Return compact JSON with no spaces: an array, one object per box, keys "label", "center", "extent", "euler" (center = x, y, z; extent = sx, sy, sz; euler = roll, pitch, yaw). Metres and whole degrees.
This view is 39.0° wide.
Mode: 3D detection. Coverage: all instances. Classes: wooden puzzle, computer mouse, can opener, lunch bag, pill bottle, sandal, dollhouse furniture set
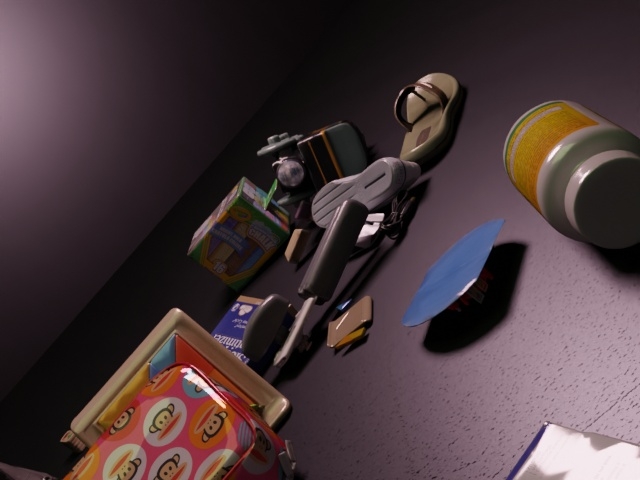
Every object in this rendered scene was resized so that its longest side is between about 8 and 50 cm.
[{"label":"wooden puzzle","center":[-0.192,0.233,1.210],"extent":[0.221,0.238,0.044],"euler":[-50,-24,-10]},{"label":"wooden puzzle","center":[0.041,0.113,1.233],"extent":[0.078,0.014,0.116],"euler":[-34,20,25]},{"label":"computer mouse","center":[0.067,-0.017,1.426],"extent":[0.193,0.042,0.106],"euler":[-29,24,46]},{"label":"can opener","center":[-0.017,0.059,1.328],"extent":[0.280,0.093,0.074],"euler":[-60,8,-17]},{"label":"lunch bag","center":[-0.174,0.306,1.044],"extent":[0.293,0.120,0.258],"euler":[-49,39,-9]},{"label":"pill bottle","center":[0.264,-0.066,0.908],"extent":[0.117,0.117,0.208],"euler":[-43,16,11]},{"label":"sandal","center":[0.179,-0.230,1.577],"extent":[0.120,0.086,0.303],"euler":[-38,18,26]},{"label":"dollhouse furniture set","center":[0.000,0.000,1.620],"extent":[0.081,0.091,0.114],"euler":[26,97,32]}]

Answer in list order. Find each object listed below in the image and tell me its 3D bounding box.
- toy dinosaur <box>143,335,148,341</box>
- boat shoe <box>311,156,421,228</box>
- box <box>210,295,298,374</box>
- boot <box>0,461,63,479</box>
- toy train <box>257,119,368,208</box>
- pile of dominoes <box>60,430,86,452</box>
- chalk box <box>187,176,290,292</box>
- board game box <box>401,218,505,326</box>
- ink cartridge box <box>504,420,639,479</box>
[{"label":"toy dinosaur","center":[-0.269,0.222,1.566],"extent":[0.160,0.121,0.313],"euler":[-60,17,-22]},{"label":"boat shoe","center":[0.077,-0.072,1.493],"extent":[0.075,0.083,0.226],"euler":[-3,-12,-38]},{"label":"box","center":[-0.141,0.186,1.415],"extent":[0.136,0.036,0.225],"euler":[5,52,49]},{"label":"boot","center":[-0.485,0.383,1.361],"extent":[0.118,0.338,0.222],"euler":[-63,23,-13]},{"label":"toy train","center":[-0.002,-0.155,1.718],"extent":[0.190,0.142,0.334],"euler":[-21,7,7]},{"label":"pile of dominoes","center":[-0.439,0.327,1.885],"extent":[0.251,0.040,0.196],"euler":[-55,18,-27]},{"label":"chalk box","center":[-0.143,-0.030,1.803],"extent":[0.213,0.132,0.132],"euler":[-47,14,16]},{"label":"board game box","center":[0.163,0.048,1.049],"extent":[0.133,0.033,0.169],"euler":[-38,12,45]},{"label":"ink cartridge box","center":[0.201,0.207,0.503],"extent":[0.165,0.065,0.332],"euler":[-51,18,-14]}]
